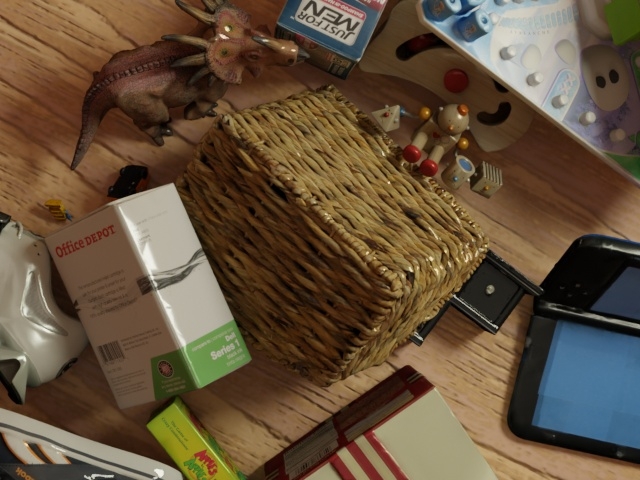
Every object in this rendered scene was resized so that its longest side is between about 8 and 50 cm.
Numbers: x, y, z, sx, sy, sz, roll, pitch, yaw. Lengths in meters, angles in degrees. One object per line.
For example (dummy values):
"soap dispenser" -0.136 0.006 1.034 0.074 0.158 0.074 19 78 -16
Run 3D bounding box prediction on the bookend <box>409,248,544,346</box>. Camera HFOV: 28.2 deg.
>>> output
"bookend" 0.152 0.073 1.515 0.156 0.072 0.157 38 88 -4

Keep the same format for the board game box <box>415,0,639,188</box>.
"board game box" 0.350 -0.299 1.449 0.390 0.050 0.390 34 71 -14

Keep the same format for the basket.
"basket" 0.000 0.000 1.451 0.299 0.223 0.213 44 124 16

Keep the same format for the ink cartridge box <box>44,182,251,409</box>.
"ink cartridge box" -0.194 0.063 1.418 0.092 0.160 0.219 -26 94 -44

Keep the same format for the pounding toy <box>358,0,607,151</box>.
"pounding toy" 0.190 -0.210 1.518 0.269 0.155 0.154 16 118 5

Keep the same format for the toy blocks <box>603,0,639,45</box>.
"toy blocks" 0.476 -0.248 1.387 0.261 0.191 0.381 -4 74 -36

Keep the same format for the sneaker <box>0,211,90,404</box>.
"sneaker" -0.385 0.015 1.469 0.146 0.122 0.330 -37 93 -21

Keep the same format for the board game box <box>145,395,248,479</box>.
"board game box" -0.129 0.266 1.487 0.043 0.092 0.181 -38 93 -3

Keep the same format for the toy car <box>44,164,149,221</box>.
"toy car" -0.260 -0.054 1.514 0.122 0.060 0.040 -8 135 12

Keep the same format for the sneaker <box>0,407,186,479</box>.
"sneaker" -0.320 0.274 1.424 0.321 0.126 0.127 19 66 -3

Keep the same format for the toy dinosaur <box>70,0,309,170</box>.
"toy dinosaur" -0.174 -0.188 1.427 0.295 0.200 0.127 -27 92 -3

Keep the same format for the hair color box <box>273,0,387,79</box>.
"hair color box" 0.062 -0.369 1.455 0.105 0.174 0.347 24 88 -3

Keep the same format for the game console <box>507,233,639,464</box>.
"game console" 0.396 0.142 1.489 0.293 0.250 0.173 12 63 -4

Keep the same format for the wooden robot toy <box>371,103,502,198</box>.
"wooden robot toy" 0.146 -0.117 1.449 0.173 0.076 0.079 37 128 -8

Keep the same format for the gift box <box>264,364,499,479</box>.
"gift box" 0.089 0.320 1.418 0.255 0.276 0.258 -35 94 2
